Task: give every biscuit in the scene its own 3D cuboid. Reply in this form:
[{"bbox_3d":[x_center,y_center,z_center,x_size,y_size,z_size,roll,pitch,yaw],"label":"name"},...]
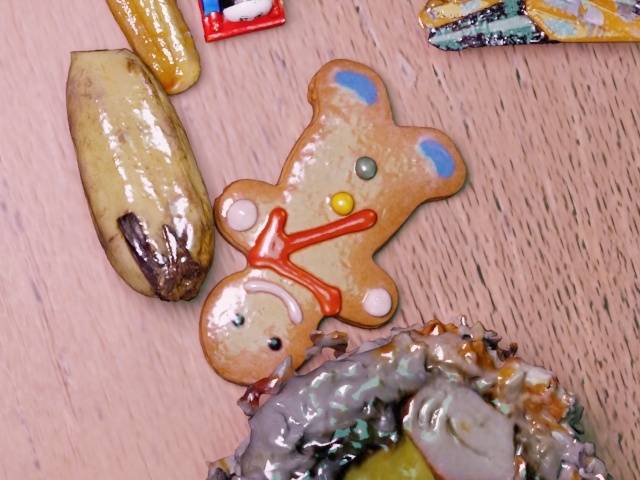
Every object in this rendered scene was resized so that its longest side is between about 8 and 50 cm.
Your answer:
[{"bbox_3d":[0.000,-0.001,1.777,0.205,0.049,0.324,39,84,-6],"label":"biscuit"}]

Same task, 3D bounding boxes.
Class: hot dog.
[{"bbox_3d":[-0.172,-0.241,1.757,0.066,0.047,0.216,-29,92,27],"label":"hot dog"}]

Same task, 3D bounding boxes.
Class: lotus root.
[{"bbox_3d":[-0.168,-0.063,1.728,0.110,0.097,0.258,-16,83,-12],"label":"lotus root"}]

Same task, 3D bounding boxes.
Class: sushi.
[{"bbox_3d":[0.084,0.264,1.710,0.417,0.176,0.417,0,87,-9],"label":"sushi"}]

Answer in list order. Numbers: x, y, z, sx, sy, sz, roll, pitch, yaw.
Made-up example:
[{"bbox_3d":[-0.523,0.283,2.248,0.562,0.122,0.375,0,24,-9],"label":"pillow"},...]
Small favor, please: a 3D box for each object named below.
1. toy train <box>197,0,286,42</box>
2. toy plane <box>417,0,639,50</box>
[{"bbox_3d":[-0.091,-0.297,1.730,0.082,0.131,0.204,-15,90,-10],"label":"toy train"},{"bbox_3d":[0.266,-0.240,1.808,0.316,0.103,0.204,19,87,-15],"label":"toy plane"}]
